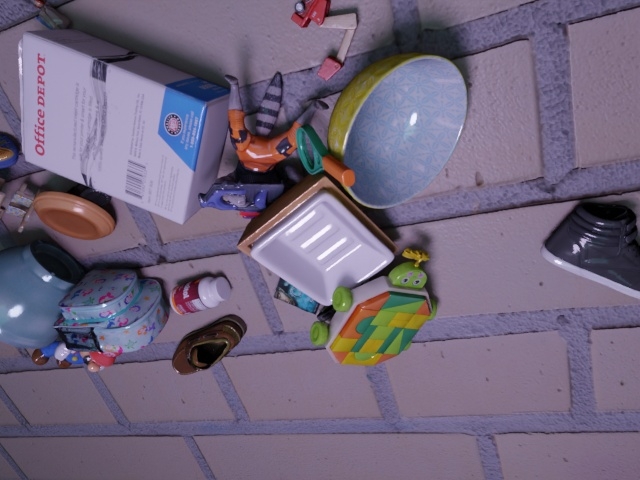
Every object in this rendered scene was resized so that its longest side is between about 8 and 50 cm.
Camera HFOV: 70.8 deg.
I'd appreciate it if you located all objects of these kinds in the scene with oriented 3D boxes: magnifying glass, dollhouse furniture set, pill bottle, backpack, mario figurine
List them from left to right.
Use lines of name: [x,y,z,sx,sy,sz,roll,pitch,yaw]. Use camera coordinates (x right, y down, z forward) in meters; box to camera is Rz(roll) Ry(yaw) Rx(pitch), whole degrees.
dollhouse furniture set: [-0.895,-0.066,1.173,0.212,0.160,0.242,27,142,-32]
mario figurine: [-0.741,0.361,1.390,0.321,0.198,0.169,-15,99,26]
backpack: [-0.554,0.190,1.229,0.254,0.225,0.190,5,123,8]
pill bottle: [-0.324,0.147,1.223,0.152,0.086,0.086,-17,111,21]
magnifying glass: [0.002,-0.143,0.790,0.026,0.231,0.092,-19,121,-15]

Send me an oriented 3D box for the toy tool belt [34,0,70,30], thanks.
toy tool belt: [-0.597,-0.483,0.987,0.083,0.052,0.051,39,111,-6]

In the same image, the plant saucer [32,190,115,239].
plant saucer: [-0.643,-0.055,1.173,0.200,0.037,0.199,6,151,3]

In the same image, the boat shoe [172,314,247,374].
boat shoe: [-0.348,0.321,1.308,0.111,0.104,0.307,45,119,-10]

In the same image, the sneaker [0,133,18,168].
sneaker: [-0.914,-0.208,1.200,0.297,0.111,0.130,4,135,14]

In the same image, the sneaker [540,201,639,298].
sneaker: [0.616,0.019,0.892,0.296,0.104,0.146,20,125,9]

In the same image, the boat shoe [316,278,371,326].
boat shoe: [0.056,0.141,1.122,0.074,0.080,0.223,25,125,-4]

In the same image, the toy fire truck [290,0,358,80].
toy fire truck: [0.021,-0.422,0.856,0.135,0.047,0.192,37,119,-6]

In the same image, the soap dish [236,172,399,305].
soap dish: [0.000,0.000,0.969,0.229,0.118,0.291,-38,132,15]

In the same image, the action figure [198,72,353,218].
action figure: [-0.086,-0.170,0.989,0.342,0.178,0.330,5,129,-21]

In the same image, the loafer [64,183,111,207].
loafer: [-0.607,-0.118,1.175,0.220,0.078,0.080,-13,145,32]

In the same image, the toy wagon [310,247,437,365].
toy wagon: [0.145,0.164,1.040,0.268,0.068,0.344,10,126,-28]

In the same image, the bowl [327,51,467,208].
bowl: [0.117,-0.221,0.854,0.156,0.290,0.289,44,131,42]

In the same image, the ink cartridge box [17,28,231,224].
ink cartridge box: [-0.424,-0.253,0.993,0.396,0.166,0.285,22,120,2]

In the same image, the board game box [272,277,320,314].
board game box: [-0.040,0.094,1.153,0.126,0.026,0.186,22,120,3]

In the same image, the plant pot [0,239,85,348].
plant pot: [-0.791,0.123,1.246,0.196,0.293,0.293,-44,101,2]
